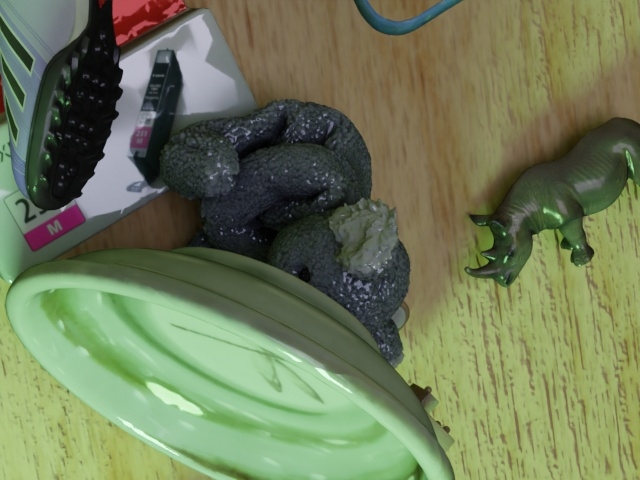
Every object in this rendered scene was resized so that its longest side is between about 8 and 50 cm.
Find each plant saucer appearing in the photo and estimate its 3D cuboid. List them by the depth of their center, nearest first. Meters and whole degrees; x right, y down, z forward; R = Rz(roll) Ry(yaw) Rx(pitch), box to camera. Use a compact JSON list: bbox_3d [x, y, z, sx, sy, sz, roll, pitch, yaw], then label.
[{"bbox_3d":[-0.063,0.103,1.374,0.400,0.400,0.100,37,63,-23],"label":"plant saucer"}]

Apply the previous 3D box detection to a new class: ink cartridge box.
[{"bbox_3d":[-0.215,-0.134,1.437,0.275,0.060,0.239,-32,110,-15],"label":"ink cartridge box"}]

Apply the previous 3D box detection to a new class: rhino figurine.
[{"bbox_3d":[0.238,-0.034,1.630,0.243,0.073,0.106,-32,112,-14],"label":"rhino figurine"}]

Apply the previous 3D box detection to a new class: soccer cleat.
[{"bbox_3d":[-0.231,-0.183,1.375,0.116,0.108,0.318,4,85,20],"label":"soccer cleat"}]

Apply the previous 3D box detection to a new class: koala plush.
[{"bbox_3d":[0.000,0.000,1.430,0.203,0.221,0.196,-25,136,-23],"label":"koala plush"}]

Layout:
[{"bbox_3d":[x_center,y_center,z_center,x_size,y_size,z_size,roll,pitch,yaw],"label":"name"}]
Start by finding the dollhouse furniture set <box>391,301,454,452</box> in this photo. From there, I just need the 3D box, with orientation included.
[{"bbox_3d":[0.071,0.095,1.538,0.123,0.151,0.144,-48,116,-9],"label":"dollhouse furniture set"}]

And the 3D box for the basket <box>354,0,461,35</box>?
[{"bbox_3d":[0.091,-0.345,1.433,0.254,0.201,0.289,-27,76,-16],"label":"basket"}]
